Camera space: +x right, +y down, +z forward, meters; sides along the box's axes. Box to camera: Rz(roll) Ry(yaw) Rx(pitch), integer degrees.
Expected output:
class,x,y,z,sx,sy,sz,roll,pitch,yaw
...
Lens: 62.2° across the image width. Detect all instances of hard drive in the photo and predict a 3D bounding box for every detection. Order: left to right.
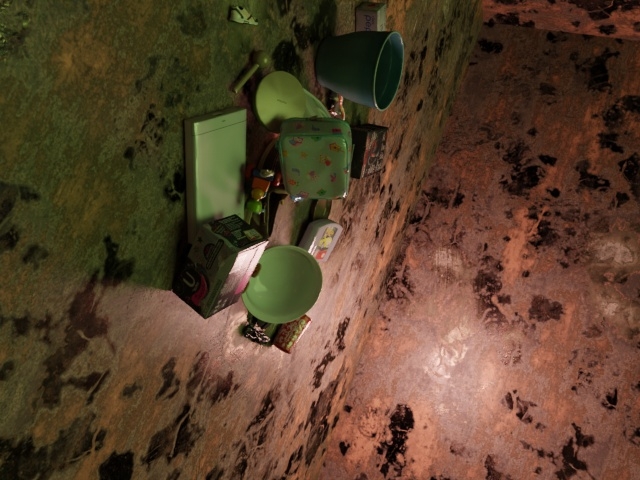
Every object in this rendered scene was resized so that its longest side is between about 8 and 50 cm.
class,x,y,z,sx,sy,sz,roll,pitch,yaw
hard drive,-0.295,-0.187,1.518,0.233,0.047,0.353,-38,140,-54

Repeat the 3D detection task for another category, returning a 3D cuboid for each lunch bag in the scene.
class,x,y,z,sx,sy,sz,roll,pitch,yaw
lunch bag,-0.019,-0.251,1.614,0.279,0.224,0.107,87,9,-50

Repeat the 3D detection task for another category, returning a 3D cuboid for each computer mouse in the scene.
class,x,y,z,sx,sy,sz,roll,pitch,yaw
computer mouse,-0.189,0.274,2.068,0.272,0.072,0.188,-66,156,-16

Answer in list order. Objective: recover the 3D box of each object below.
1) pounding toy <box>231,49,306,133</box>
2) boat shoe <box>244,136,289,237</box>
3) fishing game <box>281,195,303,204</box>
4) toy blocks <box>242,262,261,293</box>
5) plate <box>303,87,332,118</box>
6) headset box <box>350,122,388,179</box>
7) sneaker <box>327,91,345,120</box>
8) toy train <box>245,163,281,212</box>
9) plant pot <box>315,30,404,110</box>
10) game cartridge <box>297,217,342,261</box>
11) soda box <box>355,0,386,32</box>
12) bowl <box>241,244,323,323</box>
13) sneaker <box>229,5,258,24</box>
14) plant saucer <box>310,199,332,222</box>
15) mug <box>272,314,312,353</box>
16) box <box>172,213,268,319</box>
class,x,y,z,sx,sy,sz,roll,pitch,yaw
pounding toy,-0.164,-0.433,1.606,0.237,0.110,0.183,43,73,-35
boat shoe,-0.151,-0.173,1.759,0.342,0.123,0.123,-70,158,-6
fishing game,-0.066,-0.237,2.012,0.264,0.041,0.189,-38,142,-35
toy blocks,-0.281,0.094,1.721,0.148,0.054,0.123,35,94,-35
plate,0.000,-0.406,1.799,0.045,0.278,0.277,-34,165,18
headset box,0.194,-0.406,2.407,0.293,0.110,0.218,-31,134,-58
sneaker,0.052,-0.519,2.092,0.065,0.061,0.158,-32,141,-18
toy train,-0.185,-0.147,1.584,0.248,0.105,0.143,-124,-130,-80
plant pot,0.133,-0.626,1.914,0.271,0.255,0.271,-46,146,-46
game cartridge,0.000,0.000,2.286,0.294,0.060,0.196,-1,115,-67
soda box,0.203,-0.806,2.152,0.091,0.098,0.286,-54,152,-40
bowl,-0.151,0.137,1.898,0.298,0.134,0.297,-6,110,-18
sneaker,-0.203,-0.606,1.432,0.109,0.040,0.043,-28,129,-60
plant saucer,0.001,-0.133,2.267,0.168,0.029,0.168,-49,148,-46
mug,-0.120,0.397,2.274,0.169,0.113,0.150,-59,152,-23
box,-0.288,0.071,1.513,0.163,0.142,0.247,-26,149,-60
